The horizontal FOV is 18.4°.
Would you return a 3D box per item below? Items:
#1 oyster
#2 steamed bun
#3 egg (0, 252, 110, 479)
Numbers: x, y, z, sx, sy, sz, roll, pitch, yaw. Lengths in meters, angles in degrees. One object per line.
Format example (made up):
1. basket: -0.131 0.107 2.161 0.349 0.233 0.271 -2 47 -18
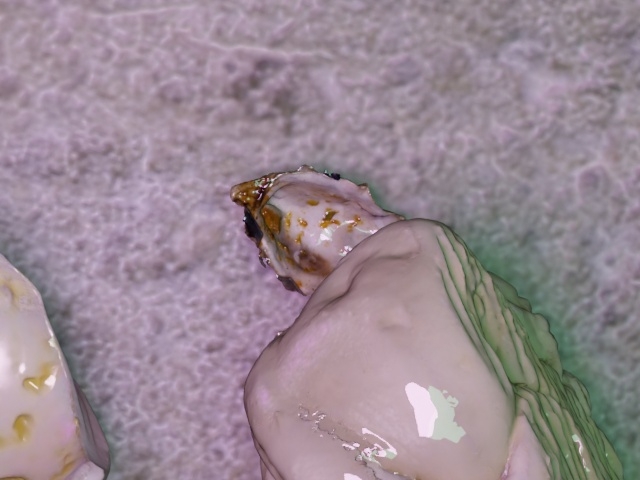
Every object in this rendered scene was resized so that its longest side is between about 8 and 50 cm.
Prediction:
1. oyster: -0.005 -0.009 1.524 0.148 0.051 0.103 39 79 -23
2. steamed bun: 0.075 0.174 1.410 0.247 0.352 0.339 -29 80 17
3. egg: -0.251 0.143 1.436 0.206 0.161 0.271 -34 57 23
